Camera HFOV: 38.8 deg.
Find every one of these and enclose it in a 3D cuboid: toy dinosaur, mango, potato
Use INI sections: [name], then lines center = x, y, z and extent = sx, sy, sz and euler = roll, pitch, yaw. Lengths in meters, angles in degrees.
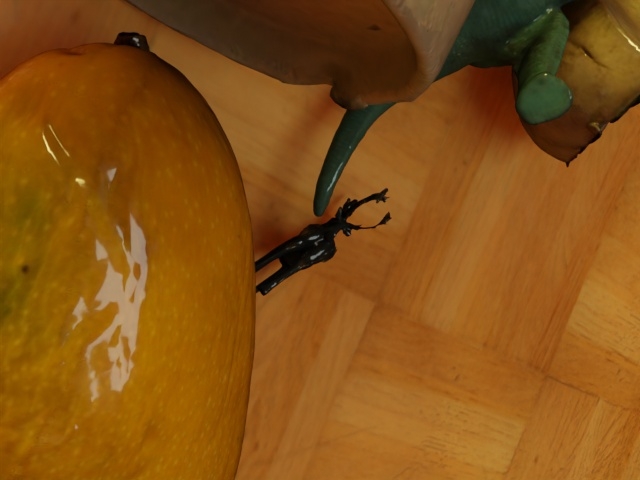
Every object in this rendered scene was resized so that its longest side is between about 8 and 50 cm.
[toy dinosaur]
center = 0.141, -0.202, 0.637
extent = 0.129, 0.331, 0.383
euler = 43, 111, -10
[mango]
center = -0.116, 0.081, 0.444
extent = 0.187, 0.144, 0.359
euler = -14, 115, -54
[potato]
center = 0.214, -0.143, 0.691
extent = 0.243, 0.098, 0.138
euler = -35, 168, -46

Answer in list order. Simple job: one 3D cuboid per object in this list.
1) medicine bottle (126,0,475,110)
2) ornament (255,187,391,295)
[medicine bottle]
center = 0.032, -0.290, 0.398
extent = 0.236, 0.236, 0.406
euler = 32, 82, -42
[ornament]
center = 0.000, 0.000, 0.576
extent = 0.125, 0.073, 0.028
euler = -31, 92, -24
